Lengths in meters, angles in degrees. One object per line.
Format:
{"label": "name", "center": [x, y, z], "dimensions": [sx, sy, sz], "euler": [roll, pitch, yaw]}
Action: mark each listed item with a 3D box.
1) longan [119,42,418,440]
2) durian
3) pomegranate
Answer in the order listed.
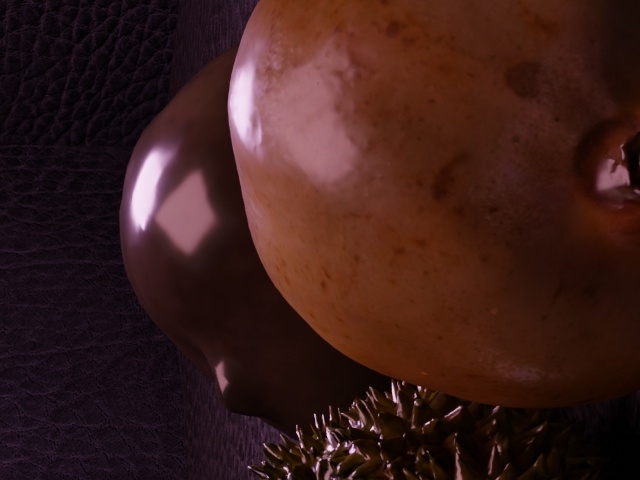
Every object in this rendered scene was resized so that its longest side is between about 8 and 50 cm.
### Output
{"label": "longan", "center": [0.004, 0.000, 1.017], "dimensions": [0.297, 0.297, 0.297], "euler": [180, 90, -78]}
{"label": "durian", "center": [0.079, 0.209, 0.814], "dimensions": [0.291, 0.225, 0.291], "euler": [-3, 85, 42]}
{"label": "pomegranate", "center": [0.087, -0.051, 0.645], "dimensions": [0.264, 0.264, 0.264], "euler": [180, 90, -78]}
